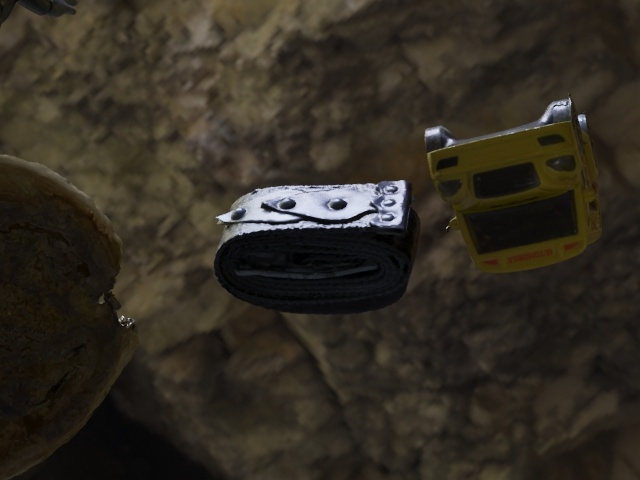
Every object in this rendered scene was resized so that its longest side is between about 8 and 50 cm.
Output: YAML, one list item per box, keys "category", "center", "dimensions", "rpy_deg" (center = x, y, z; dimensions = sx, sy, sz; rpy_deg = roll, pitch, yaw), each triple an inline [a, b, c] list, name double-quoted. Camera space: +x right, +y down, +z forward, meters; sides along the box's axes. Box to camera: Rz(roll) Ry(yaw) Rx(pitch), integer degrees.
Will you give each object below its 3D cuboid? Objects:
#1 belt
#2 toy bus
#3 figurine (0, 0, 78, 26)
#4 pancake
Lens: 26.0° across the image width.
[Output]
- category: "belt"
  center: [0.000, 0.000, 1.509]
  dimensions: [0.128, 0.218, 0.122]
  rpy_deg: [-78, 164, -55]
- category: "toy bus"
  center: [0.206, -0.049, 1.389]
  dimensions: [0.330, 0.144, 0.152]
  rpy_deg: [-4, 83, -75]
- category: "figurine"
  center: [-0.350, -0.285, 1.400]
  dimensions: [0.265, 0.193, 0.140]
  rpy_deg: [-69, 165, -53]
- category: "pancake"
  center: [-0.360, 0.086, 1.414]
  dimensions: [0.382, 0.382, 0.071]
  rpy_deg: [47, -6, -31]
